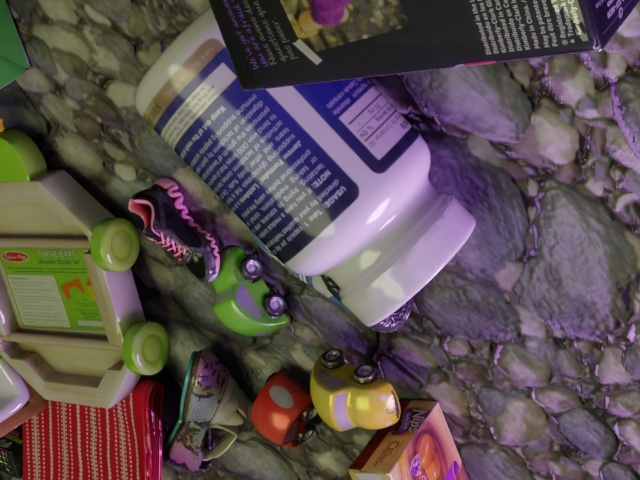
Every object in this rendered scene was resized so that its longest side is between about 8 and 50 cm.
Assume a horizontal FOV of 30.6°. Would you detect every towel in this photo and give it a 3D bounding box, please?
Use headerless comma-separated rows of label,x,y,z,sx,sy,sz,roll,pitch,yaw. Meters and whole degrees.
towel,-0.277,0.249,1.391,0.275,0.031,0.198,1,91,44

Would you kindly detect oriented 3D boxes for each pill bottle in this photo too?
pill bottle,-0.009,-0.068,0.939,0.264,0.153,0.153,47,137,-3

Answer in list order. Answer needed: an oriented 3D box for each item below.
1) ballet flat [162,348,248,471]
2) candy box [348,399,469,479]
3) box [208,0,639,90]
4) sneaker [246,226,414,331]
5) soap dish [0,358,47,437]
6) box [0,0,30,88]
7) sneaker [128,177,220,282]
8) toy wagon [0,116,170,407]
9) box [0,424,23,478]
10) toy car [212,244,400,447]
ballet flat,-0.124,0.193,1.295,0.079,0.077,0.221,20,140,-2
candy box,0.101,0.262,1.147,0.053,0.109,0.186,-4,119,38
box,0.068,-0.204,0.768,0.270,0.165,0.143,0,122,37
sneaker,0.000,0.000,1.056,0.211,0.080,0.081,46,158,-2
soap dish,-0.506,0.147,1.404,0.290,0.229,0.118,55,157,3
box,-0.461,-0.163,1.121,0.231,0.262,0.126,8,126,33
sneaker,-0.145,-0.005,1.141,0.119,0.057,0.047,53,135,15
toy wagon,-0.298,0.018,1.265,0.267,0.068,0.344,1,112,36
box,-0.419,0.271,1.570,0.083,0.062,0.052,14,128,27
toy car,-0.047,0.110,1.158,0.225,0.053,0.239,57,147,-4
